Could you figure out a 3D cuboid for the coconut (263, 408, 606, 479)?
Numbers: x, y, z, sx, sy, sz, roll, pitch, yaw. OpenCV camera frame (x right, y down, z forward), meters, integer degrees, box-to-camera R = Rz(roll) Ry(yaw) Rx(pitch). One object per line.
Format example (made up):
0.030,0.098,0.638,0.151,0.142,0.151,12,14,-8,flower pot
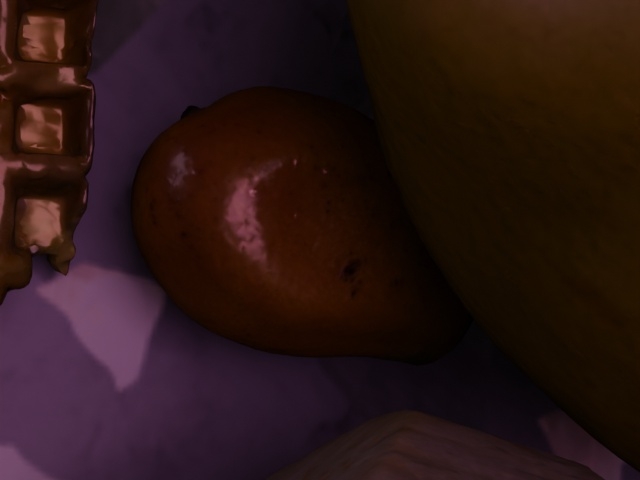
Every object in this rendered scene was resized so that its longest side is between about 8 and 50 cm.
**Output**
0.036,0.231,0.539,0.323,0.323,0.322,4,81,-22,coconut

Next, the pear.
0.205,-0.067,0.586,0.418,0.362,0.362,32,69,-42,pear

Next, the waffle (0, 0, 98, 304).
-0.199,-0.082,0.612,0.219,0.057,0.229,5,81,-22,waffle

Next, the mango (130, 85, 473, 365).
-0.001,-0.007,0.666,0.165,0.089,0.115,6,79,-27,mango
